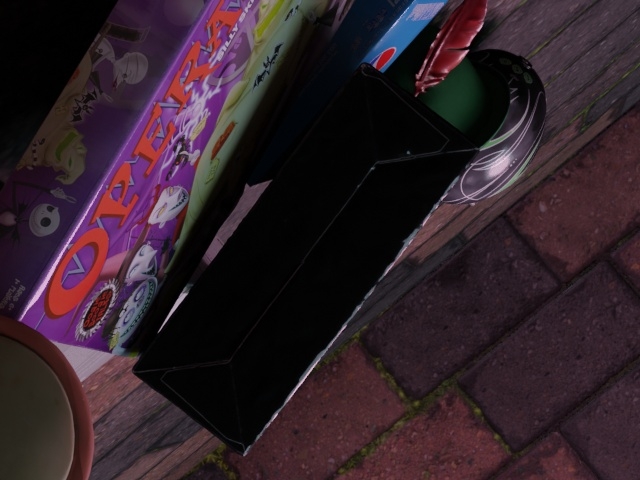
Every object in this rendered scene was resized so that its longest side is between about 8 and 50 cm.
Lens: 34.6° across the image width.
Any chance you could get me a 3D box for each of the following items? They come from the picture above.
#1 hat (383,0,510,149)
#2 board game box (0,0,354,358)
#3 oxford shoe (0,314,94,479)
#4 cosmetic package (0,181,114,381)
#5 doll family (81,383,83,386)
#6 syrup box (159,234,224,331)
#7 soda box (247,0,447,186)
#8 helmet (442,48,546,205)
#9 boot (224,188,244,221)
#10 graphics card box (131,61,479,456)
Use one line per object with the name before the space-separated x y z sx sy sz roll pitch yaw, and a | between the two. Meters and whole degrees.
hat | 0.077 -0.179 0.960 0.208 0.173 0.184 -30 131 3
board game box | -0.054 -0.100 0.560 0.347 0.056 0.208 -60 166 -5
oxford shoe | -0.292 0.109 0.370 0.396 0.141 0.146 1 164 -31
cosmetic package | -0.214 0.030 0.662 0.107 0.127 0.238 -39 170 -7
doll family | -0.282 0.140 0.999 0.193 0.076 0.111 -35 163 -30
syrup box | -0.149 0.040 0.964 0.093 0.096 0.237 -40 168 8
soda box | 0.000 -0.139 0.805 0.210 0.071 0.067 -46 168 30
helmet | 0.169 -0.124 1.156 0.161 0.169 0.169 -50 178 -41
boot | -0.121 -0.039 0.826 0.069 0.086 0.190 -18 -150 26
graphics card box | 0.000 0.000 0.763 0.233 0.094 0.371 -52 179 4
